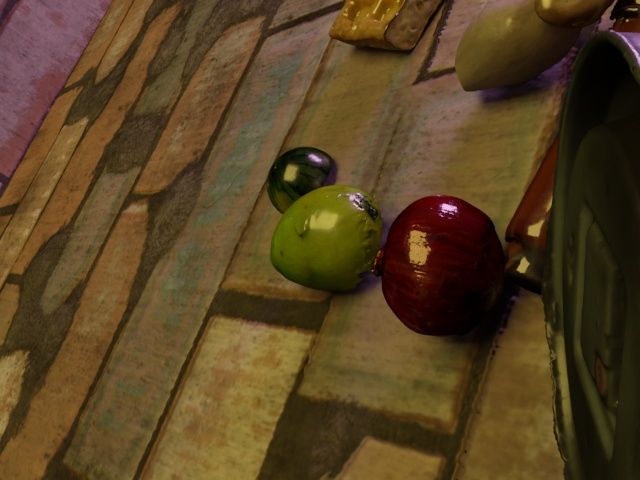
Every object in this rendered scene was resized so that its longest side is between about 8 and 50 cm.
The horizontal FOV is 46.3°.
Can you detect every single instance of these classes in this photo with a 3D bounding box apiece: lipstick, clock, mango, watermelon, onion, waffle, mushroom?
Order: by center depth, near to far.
[{"bbox_3d":[0.183,0.047,0.423,0.067,0.325,0.325,-1,53,8],"label":"clock"},{"bbox_3d":[0.273,-0.145,0.669,0.077,0.077,0.418,18,78,56],"label":"lipstick"},{"bbox_3d":[0.108,0.025,0.689,0.131,0.131,0.131,-32,40,32],"label":"onion"},{"bbox_3d":[0.210,-0.215,0.769,0.212,0.097,0.088,158,102,-69],"label":"mushroom"},{"bbox_3d":[-0.001,-0.001,0.871,0.178,0.100,0.119,-21,48,52],"label":"mango"},{"bbox_3d":[-0.035,-0.088,1.020,0.105,0.062,0.105,-35,33,28],"label":"watermelon"},{"bbox_3d":[0.132,-0.389,1.073,0.274,0.057,0.168,-58,33,-4],"label":"waffle"}]
